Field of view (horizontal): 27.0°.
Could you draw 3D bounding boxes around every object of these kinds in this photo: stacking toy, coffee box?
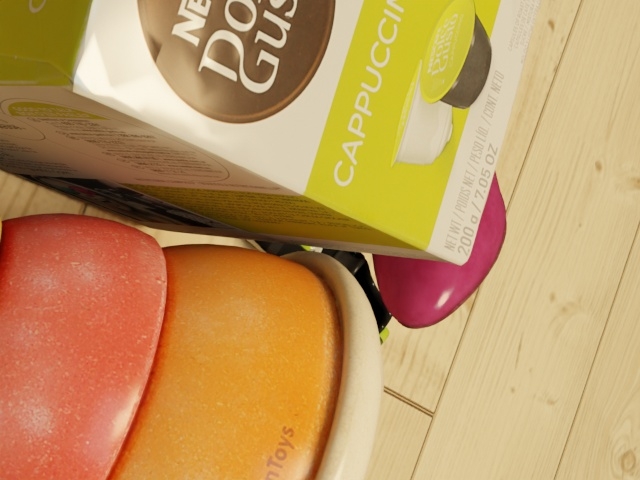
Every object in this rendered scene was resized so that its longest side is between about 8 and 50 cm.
[{"bbox_3d":[-0.232,0.074,0.847,0.480,0.350,0.351,30,74,-22],"label":"stacking toy"},{"bbox_3d":[-0.084,-0.199,0.877,0.334,0.338,0.338,23,79,-44],"label":"coffee box"}]

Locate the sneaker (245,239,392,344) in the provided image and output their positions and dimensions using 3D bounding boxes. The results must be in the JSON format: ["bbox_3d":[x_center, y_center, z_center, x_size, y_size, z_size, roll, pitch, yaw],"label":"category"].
[{"bbox_3d":[0.000,0.000,1.165,0.084,0.097,0.235,-52,129,-26],"label":"sneaker"}]

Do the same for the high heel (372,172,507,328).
[{"bbox_3d":[0.085,-0.110,1.167,0.181,0.127,0.377,60,28,-42],"label":"high heel"}]
